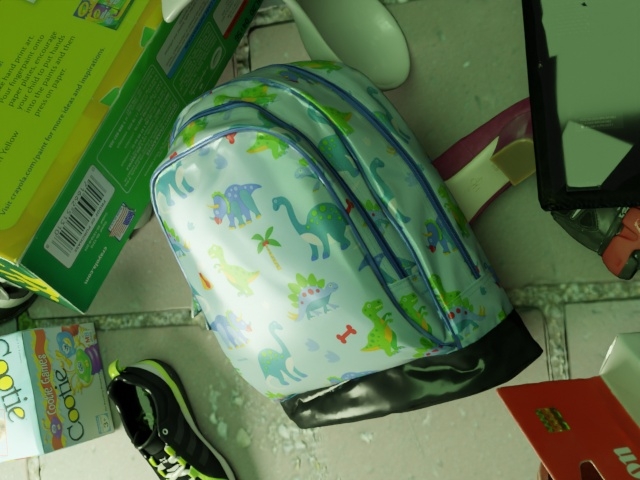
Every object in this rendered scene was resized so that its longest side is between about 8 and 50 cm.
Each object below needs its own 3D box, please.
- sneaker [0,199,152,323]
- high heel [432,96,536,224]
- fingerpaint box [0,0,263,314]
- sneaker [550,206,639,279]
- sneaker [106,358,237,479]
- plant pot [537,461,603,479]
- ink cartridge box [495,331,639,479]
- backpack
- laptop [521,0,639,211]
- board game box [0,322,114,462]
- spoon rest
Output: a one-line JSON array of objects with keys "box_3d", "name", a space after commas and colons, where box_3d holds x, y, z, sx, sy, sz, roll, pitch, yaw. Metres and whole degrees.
[{"box_3d": [-0.368, 0.007, 1.323, 0.331, 0.146, 0.122, -33, 80, 21], "name": "sneaker"}, {"box_3d": [0.148, -0.073, 1.160, 0.082, 0.117, 0.244, 45, 131, -9], "name": "high heel"}, {"box_3d": [-0.319, -0.197, 1.206, 0.371, 0.163, 0.444, 21, 73, 21], "name": "fingerpaint box"}, {"box_3d": [0.309, -0.106, 1.056, 0.135, 0.098, 0.276, 30, 103, 18], "name": "sneaker"}, {"box_3d": [-0.178, 0.241, 1.268, 0.084, 0.097, 0.234, -37, 77, 20], "name": "sneaker"}, {"box_3d": [0.254, 0.378, 1.000, 0.272, 0.272, 0.265, 32, 106, 19], "name": "plant pot"}, {"box_3d": [0.315, 0.187, 0.932, 0.275, 0.239, 0.060, -120, 37, -45], "name": "ink cartridge box"}, {"box_3d": [0.000, 0.000, 1.077, 0.290, 0.273, 0.355, -18, 87, 42], "name": "backpack"}, {"box_3d": [0.389, -0.255, 0.995, 0.382, 0.236, 0.407, -2, 102, 24], "name": "laptop"}, {"box_3d": [-0.410, 0.196, 1.342, 0.275, 0.142, 0.144, -13, 85, 23], "name": "board game box"}, {"box_3d": [-0.018, -0.224, 1.114, 0.084, 0.276, 0.137, -40, 50, 45], "name": "spoon rest"}]
